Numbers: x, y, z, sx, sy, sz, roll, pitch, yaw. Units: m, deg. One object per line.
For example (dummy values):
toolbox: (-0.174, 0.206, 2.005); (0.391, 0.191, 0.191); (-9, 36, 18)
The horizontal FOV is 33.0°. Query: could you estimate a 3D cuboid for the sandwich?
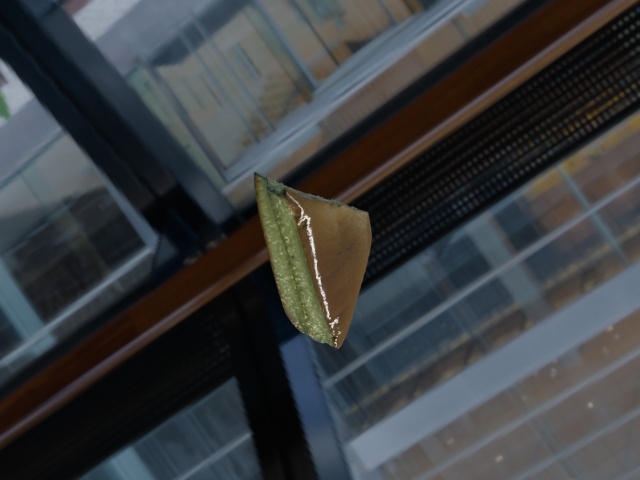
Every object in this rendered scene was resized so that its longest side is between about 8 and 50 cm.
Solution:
sandwich: (0.000, 0.000, 0.441); (0.030, 0.083, 0.044); (18, -134, 33)
